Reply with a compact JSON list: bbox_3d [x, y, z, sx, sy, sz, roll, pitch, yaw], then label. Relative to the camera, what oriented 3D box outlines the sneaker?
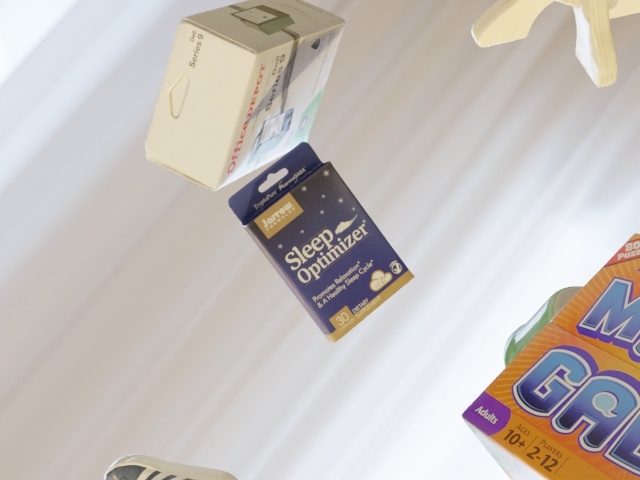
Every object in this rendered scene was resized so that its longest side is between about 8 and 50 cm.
[{"bbox_3d":[-0.310,0.517,2.241,0.350,0.148,0.131,-4,136,37],"label":"sneaker"}]

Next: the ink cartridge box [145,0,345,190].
[{"bbox_3d":[-0.100,-0.214,1.603,0.121,0.211,0.289,27,-152,15],"label":"ink cartridge box"}]

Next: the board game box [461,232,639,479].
[{"bbox_3d":[0.480,0.275,1.479,0.356,0.356,0.356,51,169,-31],"label":"board game box"}]

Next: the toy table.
[{"bbox_3d":[0.323,-0.334,1.443,0.161,0.274,0.252,91,173,-52],"label":"toy table"}]

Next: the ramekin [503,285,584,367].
[{"bbox_3d":[0.508,0.226,2.138,0.303,0.303,0.148,37,126,9],"label":"ramekin"}]

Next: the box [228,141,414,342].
[{"bbox_3d":[0.000,0.000,1.448,0.225,0.136,0.036,53,168,-8],"label":"box"}]
